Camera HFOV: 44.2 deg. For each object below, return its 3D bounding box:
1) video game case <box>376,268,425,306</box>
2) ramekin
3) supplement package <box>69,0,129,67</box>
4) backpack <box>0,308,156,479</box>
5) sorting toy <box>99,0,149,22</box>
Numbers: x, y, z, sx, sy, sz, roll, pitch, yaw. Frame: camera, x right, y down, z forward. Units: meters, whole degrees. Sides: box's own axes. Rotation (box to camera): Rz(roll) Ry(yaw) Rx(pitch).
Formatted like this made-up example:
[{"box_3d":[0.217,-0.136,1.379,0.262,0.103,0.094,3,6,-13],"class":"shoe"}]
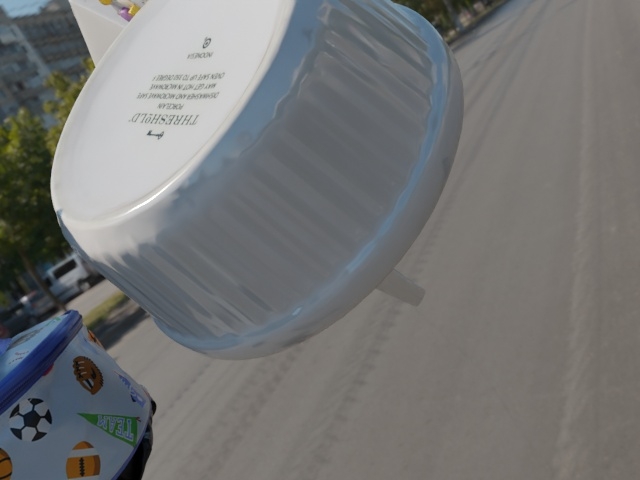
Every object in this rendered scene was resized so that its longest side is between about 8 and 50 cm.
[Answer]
[{"box_3d":[0.000,0.000,0.720,0.023,0.183,0.201,-60,-18,1],"class":"video game case"},{"box_3d":[-0.055,-0.071,0.507,0.273,0.127,0.273,-26,45,30],"class":"ramekin"},{"box_3d":[-0.239,-0.332,1.321,0.177,0.293,0.175,-48,-28,-26],"class":"supplement package"},{"box_3d":[-0.257,0.163,0.576,0.263,0.213,0.276,-35,16,-13],"class":"backpack"},{"box_3d":[-0.149,-0.207,0.679,0.075,0.083,0.045,25,77,51],"class":"sorting toy"}]
